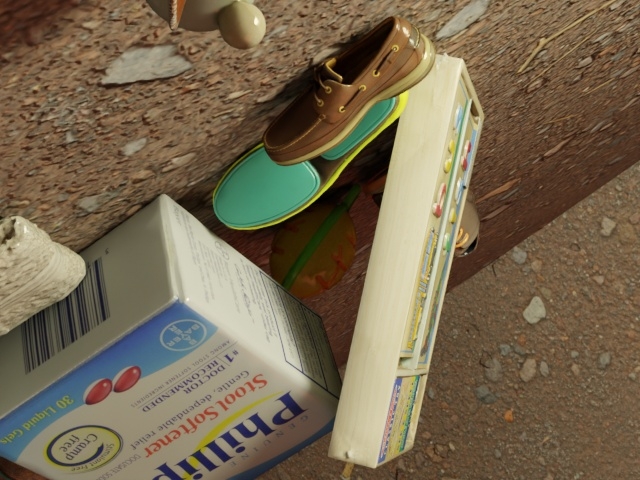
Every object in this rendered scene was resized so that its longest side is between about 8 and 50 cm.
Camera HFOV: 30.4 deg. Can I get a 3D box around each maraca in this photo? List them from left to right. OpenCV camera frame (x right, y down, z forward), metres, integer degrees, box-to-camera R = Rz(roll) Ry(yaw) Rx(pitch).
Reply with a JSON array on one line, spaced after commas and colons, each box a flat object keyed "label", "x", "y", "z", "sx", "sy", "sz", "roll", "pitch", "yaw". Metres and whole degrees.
[{"label": "maraca", "x": 0.000, "y": 0.000, "z": 1.470, "sx": 0.186, "sy": 0.099, "sz": 0.127, "roll": -53, "pitch": 179, "yaw": -41}]

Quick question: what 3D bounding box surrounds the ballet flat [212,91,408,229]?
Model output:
[{"label": "ballet flat", "x": -0.005, "y": -0.089, "z": 1.145, "sx": 0.231, "sy": 0.077, "sz": 0.077, "roll": -37, "pitch": -177, "yaw": 21}]

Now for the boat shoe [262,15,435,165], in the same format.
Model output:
[{"label": "boat shoe", "x": 0.015, "y": -0.135, "z": 1.038, "sx": 0.178, "sy": 0.064, "sz": 0.060, "roll": -35, "pitch": 137, "yaw": 15}]

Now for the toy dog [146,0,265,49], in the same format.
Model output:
[{"label": "toy dog", "x": 0.010, "y": -0.182, "z": 0.549, "sx": 0.220, "sy": 0.161, "sz": 0.334, "roll": -28, "pitch": 168, "yaw": -9}]

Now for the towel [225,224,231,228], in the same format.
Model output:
[{"label": "towel", "x": -0.040, "y": -0.064, "z": 1.269, "sx": 0.113, "sy": 0.023, "sz": 0.152, "roll": -26, "pitch": 167, "yaw": -26}]

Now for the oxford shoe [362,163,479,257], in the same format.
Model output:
[{"label": "oxford shoe", "x": 0.156, "y": -0.046, "z": 1.558, "sx": 0.130, "sy": 0.133, "sz": 0.363, "roll": -33, "pitch": 168, "yaw": 13}]

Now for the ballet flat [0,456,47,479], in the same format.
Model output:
[{"label": "ballet flat", "x": -0.352, "y": 0.258, "z": 1.704, "sx": 0.106, "sy": 0.107, "sz": 0.316, "roll": -50, "pitch": 170, "yaw": 18}]

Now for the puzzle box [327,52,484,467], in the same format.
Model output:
[{"label": "puzzle box", "x": 0.100, "y": 0.028, "z": 1.255, "sx": 0.052, "sy": 0.409, "sz": 0.272, "roll": 12, "pitch": 177, "yaw": 14}]

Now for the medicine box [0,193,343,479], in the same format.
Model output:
[{"label": "medicine box", "x": -0.161, "y": 0.138, "z": 1.205, "sx": 0.263, "sy": 0.149, "sz": 0.289, "roll": -34, "pitch": 135, "yaw": 15}]

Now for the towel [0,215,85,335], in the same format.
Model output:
[{"label": "towel", "x": -0.348, "y": 0.075, "z": 1.022, "sx": 0.282, "sy": 0.049, "sz": 0.187, "roll": -30, "pitch": 169, "yaw": -3}]
